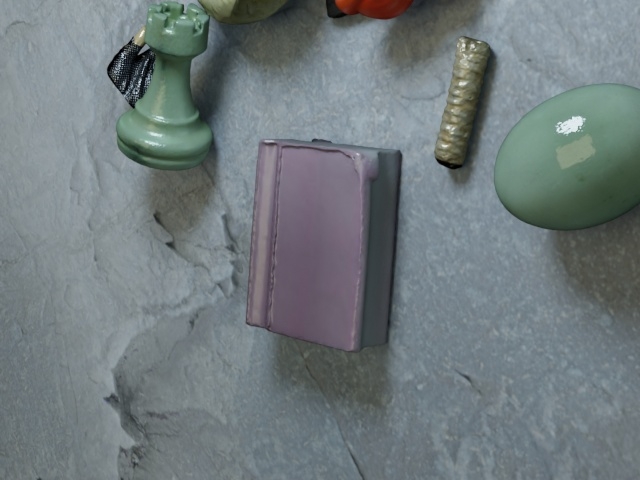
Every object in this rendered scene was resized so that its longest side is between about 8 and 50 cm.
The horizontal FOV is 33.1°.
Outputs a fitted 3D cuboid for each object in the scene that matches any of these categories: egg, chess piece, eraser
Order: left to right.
[{"bbox_3d":[-0.293,-0.307,2.111,0.194,0.194,0.299,33,126,32],"label":"chess piece"},{"bbox_3d":[0.000,0.000,1.976,0.272,0.122,0.359,12,102,38],"label":"eraser"},{"bbox_3d":[0.387,-0.122,1.596,0.282,0.203,0.203,-26,77,32],"label":"egg"}]

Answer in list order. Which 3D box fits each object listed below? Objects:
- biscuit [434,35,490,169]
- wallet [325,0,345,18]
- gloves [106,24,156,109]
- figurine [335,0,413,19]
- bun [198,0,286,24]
[{"bbox_3d":[0.234,-0.229,1.806,0.061,0.055,0.219,17,103,17],"label":"biscuit"},{"bbox_3d":[0.058,-0.570,1.929,0.170,0.044,0.321,-8,88,41],"label":"wallet"},{"bbox_3d":[-0.346,-0.368,2.257,0.180,0.106,0.129,-35,71,5],"label":"gloves"},{"bbox_3d":[0.140,-0.487,1.782,0.181,0.208,0.257,-143,63,-65],"label":"figurine"},{"bbox_3d":[-0.131,-0.585,1.973,0.364,0.202,0.364,36,137,44],"label":"bun"}]
